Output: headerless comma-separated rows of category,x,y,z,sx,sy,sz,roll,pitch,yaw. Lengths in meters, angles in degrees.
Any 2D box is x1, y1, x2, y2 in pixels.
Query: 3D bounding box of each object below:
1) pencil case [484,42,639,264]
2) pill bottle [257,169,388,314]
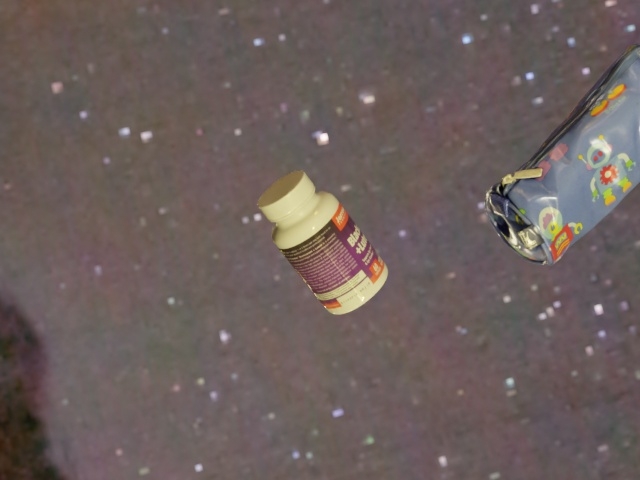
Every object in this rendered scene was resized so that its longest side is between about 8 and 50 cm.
pencil case,0.326,-0.106,1.618,0.133,0.306,0.119,51,-9,-37
pill bottle,0.000,0.000,1.882,0.193,0.108,0.108,52,-12,-21
